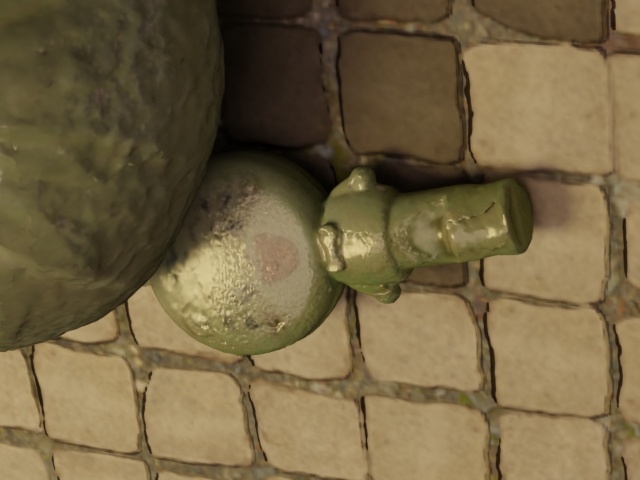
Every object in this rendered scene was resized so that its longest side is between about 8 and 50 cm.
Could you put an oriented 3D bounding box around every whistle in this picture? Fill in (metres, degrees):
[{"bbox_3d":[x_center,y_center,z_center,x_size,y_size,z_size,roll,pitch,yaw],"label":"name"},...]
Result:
[{"bbox_3d":[0.000,0.000,1.144,0.258,0.067,0.126,-8,102,24],"label":"whistle"}]

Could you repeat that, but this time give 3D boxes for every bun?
[{"bbox_3d":[-0.226,-0.099,1.082,0.362,0.211,0.362,8,108,26],"label":"bun"}]
